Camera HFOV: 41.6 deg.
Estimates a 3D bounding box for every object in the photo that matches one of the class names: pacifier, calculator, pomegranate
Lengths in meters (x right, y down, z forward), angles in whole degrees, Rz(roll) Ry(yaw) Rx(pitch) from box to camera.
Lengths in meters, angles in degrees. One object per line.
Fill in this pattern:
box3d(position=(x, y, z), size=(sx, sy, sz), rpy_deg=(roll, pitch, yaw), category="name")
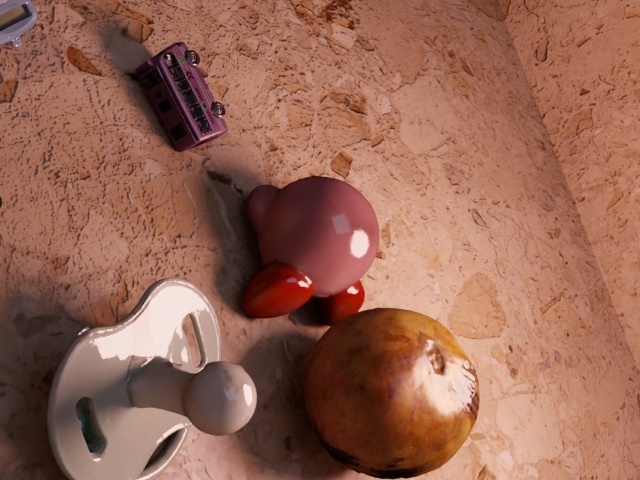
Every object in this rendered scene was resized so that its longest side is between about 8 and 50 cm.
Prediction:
box3d(position=(-0.206, 0.218, 1.174), size=(0.343, 0.269, 0.288), rpy_deg=(-40, 128, -46), category="pacifier")
box3d(position=(-0.501, -0.389, 1.265), size=(0.121, 0.039, 0.210), rpy_deg=(-50, 129, -47), category="calculator")
box3d(position=(0.125, 0.267, 1.491), size=(0.322, 0.322, 0.322), rpy_deg=(23, 56, -39), category="pomegranate")

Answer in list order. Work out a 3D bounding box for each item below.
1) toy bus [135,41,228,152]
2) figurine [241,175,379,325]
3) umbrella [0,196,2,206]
box3d(position=(-0.244, -0.251, 1.482), size=(0.098, 0.087, 0.178), rpy_deg=(-32, 99, -44), category="toy bus")
box3d(position=(0.004, 0.005, 1.535), size=(0.270, 0.211, 0.261), rpy_deg=(14, 62, -44), category="figurine")
box3d(position=(-0.497, 0.062, 1.071), size=(0.073, 0.067, 0.337), rpy_deg=(51, 40, -34), category="umbrella")
